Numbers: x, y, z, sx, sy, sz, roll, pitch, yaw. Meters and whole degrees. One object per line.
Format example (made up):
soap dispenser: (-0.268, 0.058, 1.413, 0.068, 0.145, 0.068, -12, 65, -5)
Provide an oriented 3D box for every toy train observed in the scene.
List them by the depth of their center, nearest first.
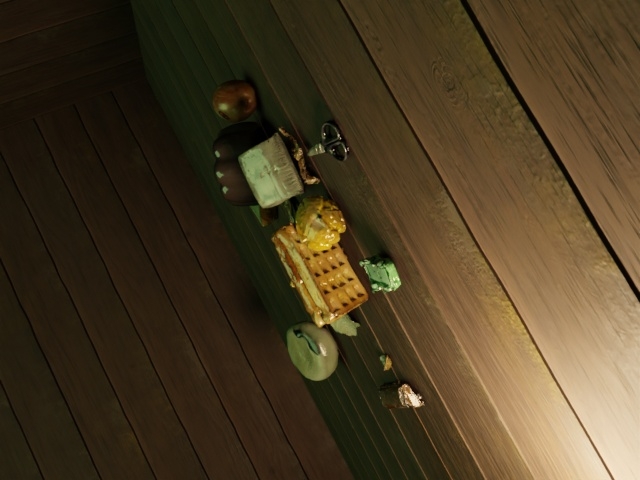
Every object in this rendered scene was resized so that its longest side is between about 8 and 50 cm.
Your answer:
toy train: (0.164, 0.081, 1.364, 0.149, 0.081, 0.099, 0, 115, 65)

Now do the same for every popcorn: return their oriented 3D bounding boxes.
popcorn: (-0.002, -0.054, 1.532, 0.152, 0.148, 0.167, 0, -100, -75)

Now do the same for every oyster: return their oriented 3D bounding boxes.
oyster: (0.222, 0.411, 1.741, 0.093, 0.034, 0.051, 136, 123, -84)

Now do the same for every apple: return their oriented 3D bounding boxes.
apple: (-0.288, -0.476, 1.755, 0.131, 0.146, 0.146, 17, 132, 51)

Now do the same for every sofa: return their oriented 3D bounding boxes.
sofa: (-0.119, -0.229, 1.642, 0.176, 0.225, 0.210, -23, 94, 29)

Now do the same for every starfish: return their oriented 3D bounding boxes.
starfish: (-0.074, -0.257, 1.579, 0.210, 0.053, 0.150, 60, 171, -2)
starfish: (-0.139, -0.155, 1.952, 0.138, 0.050, 0.248, 98, 153, -58)

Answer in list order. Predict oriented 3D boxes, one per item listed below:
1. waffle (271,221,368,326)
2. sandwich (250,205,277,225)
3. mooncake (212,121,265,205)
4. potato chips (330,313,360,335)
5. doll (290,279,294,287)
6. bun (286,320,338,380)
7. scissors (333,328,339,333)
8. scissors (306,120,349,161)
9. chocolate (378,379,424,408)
waffle: (-0.001, 0.088, 1.613, 0.098, 0.224, 0.328, -35, 81, 36)
sandwich: (-0.279, -0.207, 2.215, 0.251, 0.087, 0.226, 55, 162, 25)
mooncake: (-0.276, -0.264, 1.831, 0.306, 0.154, 0.306, -4, -90, -84)
potato chips: (0.081, 0.265, 1.898, 0.167, 0.059, 0.228, 48, 153, 23)
doll: (-0.081, 0.084, 2.031, 0.365, 0.094, 0.160, 109, 147, -71)
bun: (-0.016, 0.483, 2.334, 0.283, 0.179, 0.283, 25, 126, 41)
scissors: (0.041, 0.254, 2.022, 0.138, 0.041, 0.289, 37, 149, 33)
scissors: (0.008, -0.255, 1.412, 0.109, 0.022, 0.300, 63, 165, -9)
chocolate: (0.259, 0.533, 1.754, 0.102, 0.065, 0.329, 59, 164, 11)
